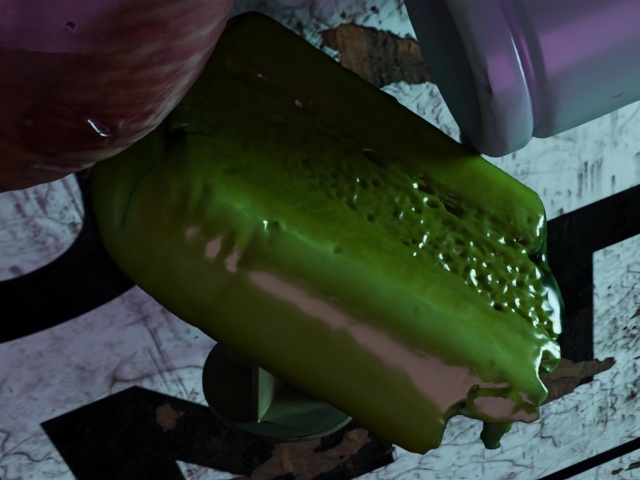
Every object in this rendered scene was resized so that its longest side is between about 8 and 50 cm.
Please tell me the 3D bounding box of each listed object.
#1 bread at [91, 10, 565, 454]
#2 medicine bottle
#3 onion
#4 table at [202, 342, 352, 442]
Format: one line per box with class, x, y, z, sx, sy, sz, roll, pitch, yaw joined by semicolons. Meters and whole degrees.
bread;0.000;0.000;1.129;0.376;0.251;0.208;33;139;-15
medicine bottle;0.238;-0.217;1.103;0.325;0.212;0.212;-23;144;-2
onion;-0.213;-0.192;0.791;0.353;0.353;0.353;-16;143;-12
table;-0.032;0.057;1.350;0.167;0.167;0.227;-12;133;-17
